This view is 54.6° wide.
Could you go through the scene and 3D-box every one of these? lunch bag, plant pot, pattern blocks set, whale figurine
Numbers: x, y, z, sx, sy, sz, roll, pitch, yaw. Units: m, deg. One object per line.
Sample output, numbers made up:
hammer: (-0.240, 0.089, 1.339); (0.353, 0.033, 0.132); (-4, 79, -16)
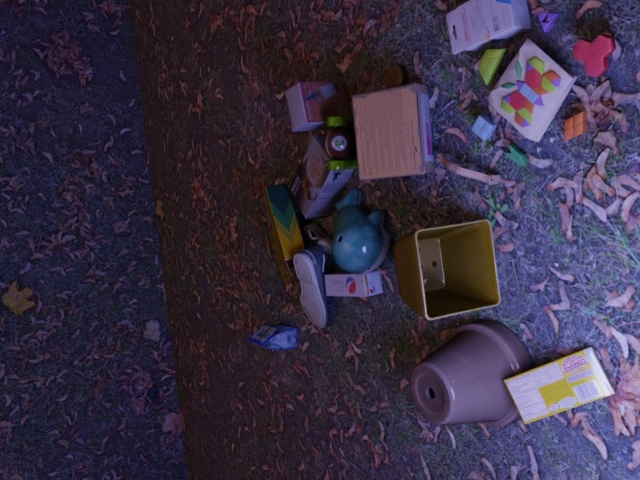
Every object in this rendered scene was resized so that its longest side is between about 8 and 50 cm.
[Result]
lunch bag: (-0.180, 0.370, 2.353); (0.129, 0.151, 0.096); (0, 98, 57)
plant pot: (0.295, 0.069, 1.545); (0.187, 0.212, 0.212); (176, 85, -69)
plant pot: (0.345, 0.342, 1.500); (0.263, 0.229, 0.263); (21, 116, 53)
pattern blocks set: (0.450, -0.319, 1.324); (0.285, 0.026, 0.324); (41, 136, 34)
whale figurine: (0.093, -0.033, 1.846); (0.216, 0.141, 0.272); (-37, 54, 35)

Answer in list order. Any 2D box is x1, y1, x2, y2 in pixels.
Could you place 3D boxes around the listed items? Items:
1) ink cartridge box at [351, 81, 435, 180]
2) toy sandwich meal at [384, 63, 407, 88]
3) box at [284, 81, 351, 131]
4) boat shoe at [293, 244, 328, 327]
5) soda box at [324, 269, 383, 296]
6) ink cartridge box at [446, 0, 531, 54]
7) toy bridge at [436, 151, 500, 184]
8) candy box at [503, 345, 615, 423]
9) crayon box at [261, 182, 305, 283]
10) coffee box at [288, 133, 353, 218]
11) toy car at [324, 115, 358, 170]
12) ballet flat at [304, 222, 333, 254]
ink cartridge box: (0.193, -0.283, 1.641); (0.193, 0.088, 0.234); (-2, 95, 31)
toy sandwich meal: (0.208, -0.439, 1.694); (0.086, 0.029, 0.085); (13, 106, 58)
box: (-0.005, -0.408, 1.886); (0.091, 0.171, 0.130); (-13, 88, 56)
boat shoe: (-0.008, 0.157, 2.091); (0.116, 0.099, 0.319); (21, 135, 40)
soda box: (0.101, 0.136, 1.953); (0.216, 0.069, 0.073); (-6, 93, 56)
ink cartridge box: (0.375, -0.496, 1.398); (0.181, 0.062, 0.104); (-9, 91, 56)
toy bridge: (0.351, -0.176, 1.512); (0.188, 0.063, 0.026); (36, 127, 47)
candy box: (0.515, 0.316, 1.345); (0.206, 0.027, 0.105); (-30, 70, 28)
crayon box: (-0.124, -0.020, 2.180); (0.202, 0.081, 0.318); (127, 129, -75)
coffee box: (0.003, -0.203, 1.988); (0.141, 0.098, 0.246); (59, 141, 29)
toy car: (0.121, -0.280, 1.773); (0.188, 0.149, 0.155); (7, 102, 43)
ballet flat: (0.000, 0.000, 2.084); (0.168, 0.052, 0.057); (46, 133, 40)
